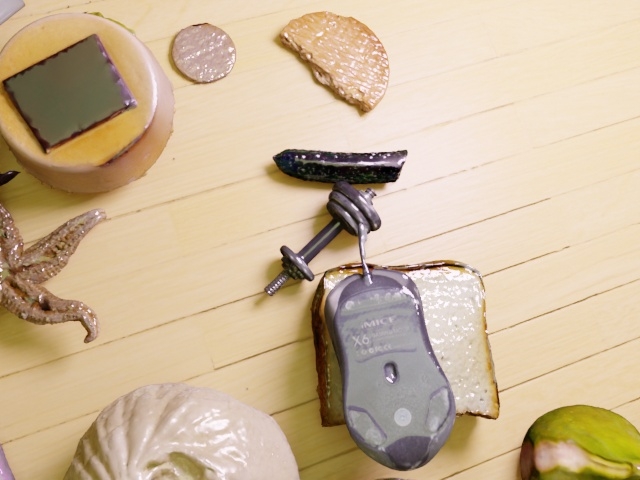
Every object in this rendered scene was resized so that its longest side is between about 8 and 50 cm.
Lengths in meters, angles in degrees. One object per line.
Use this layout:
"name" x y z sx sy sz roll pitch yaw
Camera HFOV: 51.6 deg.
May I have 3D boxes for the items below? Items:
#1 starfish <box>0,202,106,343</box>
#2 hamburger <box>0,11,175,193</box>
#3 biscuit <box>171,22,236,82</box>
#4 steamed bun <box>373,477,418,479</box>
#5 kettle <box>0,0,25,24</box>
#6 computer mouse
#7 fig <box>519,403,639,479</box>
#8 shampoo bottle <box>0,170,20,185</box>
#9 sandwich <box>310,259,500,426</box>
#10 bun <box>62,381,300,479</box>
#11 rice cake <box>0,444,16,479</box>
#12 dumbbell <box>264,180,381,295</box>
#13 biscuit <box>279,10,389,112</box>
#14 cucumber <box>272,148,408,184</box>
"starfish" -0.501 0.045 1.036 0.374 0.094 0.327 28 55 0
"hamburger" -0.381 -0.223 1.078 0.301 0.170 0.302 0 87 -8
"biscuit" -0.212 -0.342 1.208 0.120 0.015 0.120 2 78 -9
"steamed bun" 0.140 0.505 0.991 0.207 0.267 0.281 -3 93 -45
"kettle" -0.600 -0.398 1.117 0.127 0.098 0.148 44 79 -4
"computer mouse" 0.096 0.156 1.020 0.167 0.090 0.380 -8 74 -4
"fig" 0.444 0.359 1.033 0.205 0.275 0.206 2 78 -10
"shampoo bottle" -0.584 -0.191 1.054 0.153 0.071 0.284 -41 85 30
"sandwich" 0.135 0.169 1.115 0.300 0.099 0.272 -1 75 -6
"bun" -0.195 0.383 0.951 0.348 0.227 0.353 -3 81 -12
"rice cake" -0.466 0.422 0.987 0.072 0.056 0.365 -27 83 -11
"dumbbell" 0.000 0.000 1.132 0.254 0.110 0.110 -43 88 -8
"biscuit" 0.042 -0.351 1.242 0.224 0.033 0.144 38 73 0
"cucumber" 0.037 -0.131 1.183 0.245 0.067 0.067 -2 79 -7
